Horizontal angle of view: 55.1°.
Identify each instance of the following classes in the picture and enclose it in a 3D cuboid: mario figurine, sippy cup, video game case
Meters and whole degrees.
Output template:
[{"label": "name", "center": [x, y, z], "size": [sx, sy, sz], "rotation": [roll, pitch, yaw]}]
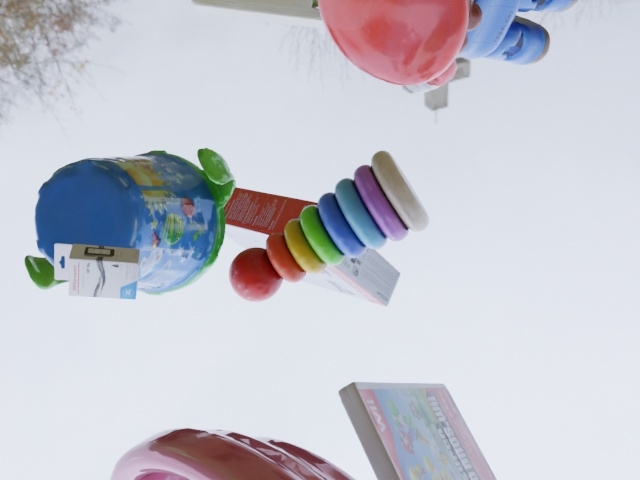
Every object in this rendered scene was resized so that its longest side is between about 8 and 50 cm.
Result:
[{"label": "mario figurine", "center": [0.113, -0.243, 0.586], "size": [0.170, 0.198, 0.320], "rotation": [9, -161, 44]}, {"label": "sippy cup", "center": [-0.289, -0.028, 0.916], "size": [0.240, 0.305, 0.224], "rotation": [27, -174, 11]}, {"label": "video game case", "center": [0.137, 0.260, 0.711], "size": [0.025, 0.285, 0.204], "rotation": [-36, -117, 19]}]

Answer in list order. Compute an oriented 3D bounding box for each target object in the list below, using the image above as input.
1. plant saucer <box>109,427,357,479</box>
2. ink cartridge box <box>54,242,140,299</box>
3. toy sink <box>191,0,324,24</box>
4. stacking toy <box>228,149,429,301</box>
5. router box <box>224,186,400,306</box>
[{"label": "plant saucer", "center": [-0.015, 0.266, 0.421], "size": [0.332, 0.332, 0.084], "rotation": [22, -145, 34]}, {"label": "ink cartridge box", "center": [-0.229, 0.032, 0.626], "size": [0.083, 0.048, 0.028], "rotation": [5, -149, -15]}, {"label": "toy sink", "center": [-0.069, -0.401, 0.921], "size": [0.234, 0.131, 0.153], "rotation": [4, -165, -9]}, {"label": "stacking toy", "center": [0.000, 0.000, 0.975], "size": [0.330, 0.141, 0.141], "rotation": [-32, -146, 12]}, {"label": "router box", "center": [-0.039, 0.011, 1.269], "size": [0.301, 0.335, 0.082], "rotation": [13, -106, 38]}]
